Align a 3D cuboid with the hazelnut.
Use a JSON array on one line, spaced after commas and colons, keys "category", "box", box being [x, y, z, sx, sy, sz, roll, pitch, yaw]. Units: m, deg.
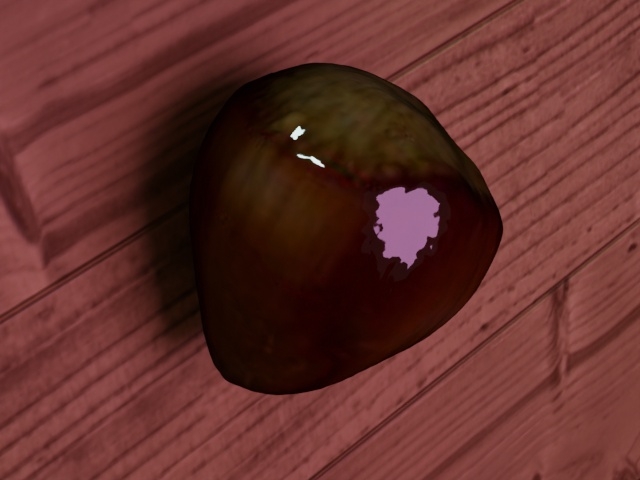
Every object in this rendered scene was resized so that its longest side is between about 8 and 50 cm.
[{"category": "hazelnut", "box": [0.000, 0.000, 1.090, 0.208, 0.208, 0.208, -18, 115, -44]}]
